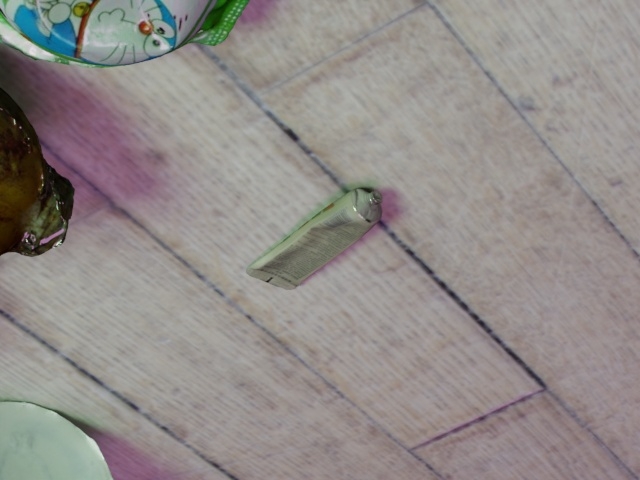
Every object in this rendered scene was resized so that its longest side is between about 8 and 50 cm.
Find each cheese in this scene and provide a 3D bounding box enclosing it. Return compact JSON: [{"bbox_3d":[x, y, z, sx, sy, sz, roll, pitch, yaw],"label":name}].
[{"bbox_3d":[-0.201,-0.211,1.207,0.320,0.083,0.204,14,134,-25],"label":"cheese"}]

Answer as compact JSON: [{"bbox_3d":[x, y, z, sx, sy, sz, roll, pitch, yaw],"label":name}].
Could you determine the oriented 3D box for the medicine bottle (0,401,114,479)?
[{"bbox_3d":[-0.366,0.331,1.724,0.190,0.190,0.332,18,133,-27],"label":"medicine bottle"}]

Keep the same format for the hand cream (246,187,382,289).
[{"bbox_3d":[0.000,0.000,1.533,0.057,0.037,0.165,23,138,-32],"label":"hand cream"}]

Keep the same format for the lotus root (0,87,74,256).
[{"bbox_3d":[-0.376,-0.078,1.251,0.397,0.179,0.196,20,113,-26],"label":"lotus root"}]
